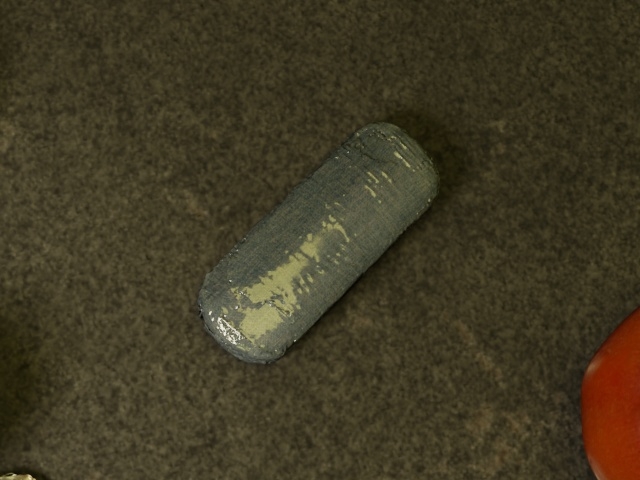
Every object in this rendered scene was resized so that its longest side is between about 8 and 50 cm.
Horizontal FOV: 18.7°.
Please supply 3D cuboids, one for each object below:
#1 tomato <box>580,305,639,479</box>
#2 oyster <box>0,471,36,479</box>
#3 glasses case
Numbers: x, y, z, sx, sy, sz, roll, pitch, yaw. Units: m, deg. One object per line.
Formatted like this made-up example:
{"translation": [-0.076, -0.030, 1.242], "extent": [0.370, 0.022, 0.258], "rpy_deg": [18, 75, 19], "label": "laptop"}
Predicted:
{"translation": [0.365, 0.161, 1.806], "extent": [0.256, 0.224, 0.256], "rpy_deg": [3, 78, -14], "label": "tomato"}
{"translation": [-0.291, 0.238, 1.756], "extent": [0.083, 0.019, 0.054], "rpy_deg": [0, 77, -14], "label": "oyster"}
{"translation": [0.000, 0.000, 1.855], "extent": [0.109, 0.067, 0.282], "rpy_deg": [43, 73, 5], "label": "glasses case"}
